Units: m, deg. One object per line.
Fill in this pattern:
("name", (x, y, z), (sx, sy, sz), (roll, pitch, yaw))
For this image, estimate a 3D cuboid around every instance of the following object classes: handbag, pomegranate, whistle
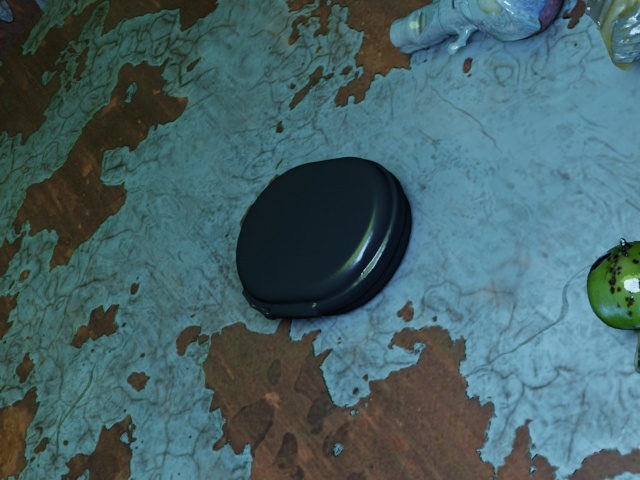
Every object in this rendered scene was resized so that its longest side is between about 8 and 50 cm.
("handbag", (0.001, 0.001, 1.936), (0.308, 0.093, 0.254), (-5, 62, 44))
("pomegranate", (0.371, 0.072, 1.507), (0.122, 0.122, 0.162), (-8, 95, 42))
("whistle", (0.238, -0.347, 1.926), (0.346, 0.133, 0.142), (-16, 93, 51))

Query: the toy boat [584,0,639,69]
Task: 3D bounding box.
("toy boat", (0.477, -0.411, 1.609), (0.445, 0.162, 0.136), (-65, -3, 26))
